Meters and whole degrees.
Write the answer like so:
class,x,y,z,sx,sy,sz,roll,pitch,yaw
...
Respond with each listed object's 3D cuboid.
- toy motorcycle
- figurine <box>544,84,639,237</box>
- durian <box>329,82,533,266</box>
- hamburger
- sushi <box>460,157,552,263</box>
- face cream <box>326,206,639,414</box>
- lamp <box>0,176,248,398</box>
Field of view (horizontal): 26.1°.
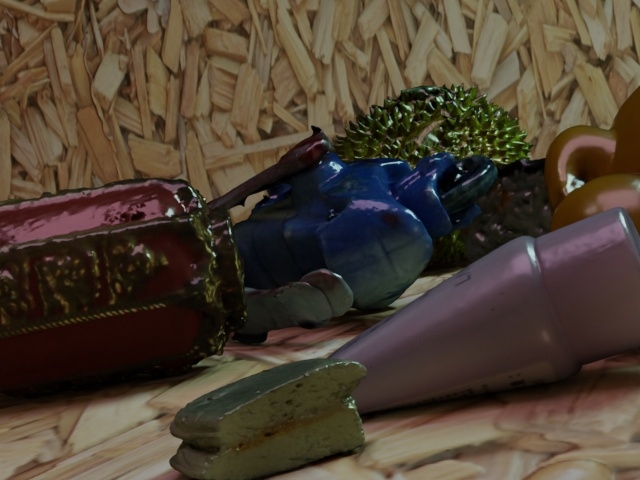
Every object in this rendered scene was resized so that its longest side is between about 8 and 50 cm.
class,x,y,z,sx,sy,sz,roll,pitch,yaw
toy motorcycle,0.014,0.018,1.350,0.319,0.241,0.182,-13,-40,46
figurine,0.266,-0.035,1.024,0.215,0.228,0.215,32,2,-1
durian,0.139,-0.082,1.729,0.291,0.225,0.291,-5,9,1
hamburger,-0.039,0.105,0.798,0.121,0.054,0.084,-20,11,-30
sushi,0.242,-0.023,1.362,0.126,0.136,0.225,-2,-5,-32
face cream,0.086,0.066,0.911,0.274,0.096,0.154,-21,4,15
lamp,-0.200,0.040,1.171,0.274,0.177,0.177,-9,4,0
